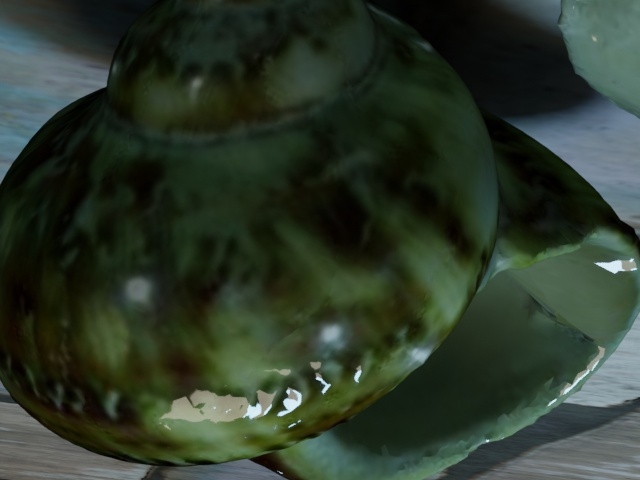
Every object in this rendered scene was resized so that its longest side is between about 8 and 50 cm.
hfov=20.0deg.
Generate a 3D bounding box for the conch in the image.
[{"bbox_3d":[-0.001,-0.003,0.491,0.187,0.124,0.181,-14,163,-16],"label":"conch"}]

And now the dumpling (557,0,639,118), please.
[{"bbox_3d":[0.150,-0.029,0.314,0.219,0.108,0.152,1,167,12],"label":"dumpling"}]
